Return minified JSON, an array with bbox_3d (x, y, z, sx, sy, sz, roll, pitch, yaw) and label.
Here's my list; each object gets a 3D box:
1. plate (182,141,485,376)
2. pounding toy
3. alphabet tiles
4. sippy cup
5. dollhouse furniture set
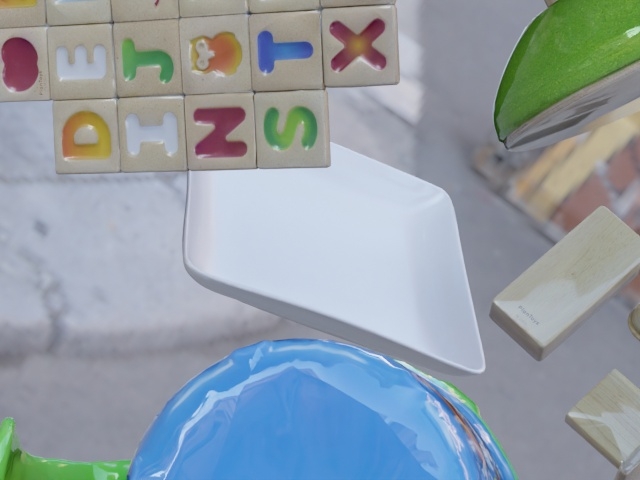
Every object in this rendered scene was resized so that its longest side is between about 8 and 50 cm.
[{"bbox_3d":[0.000,0.000,1.682,0.278,0.045,0.277,21,31,-18],"label":"plate"},{"bbox_3d":[0.180,-0.142,1.001,0.110,0.237,0.183,66,23,6],"label":"pounding toy"},{"bbox_3d":[-0.106,-0.193,1.440,0.342,0.285,0.011,0,6,23],"label":"alphabet tiles"},{"bbox_3d":[-0.004,0.150,0.981,0.224,0.305,0.240,76,-11,-74],"label":"sippy cup"},{"bbox_3d":[0.199,0.094,1.380,0.151,0.144,0.123,43,-22,20],"label":"dollhouse furniture set"}]
